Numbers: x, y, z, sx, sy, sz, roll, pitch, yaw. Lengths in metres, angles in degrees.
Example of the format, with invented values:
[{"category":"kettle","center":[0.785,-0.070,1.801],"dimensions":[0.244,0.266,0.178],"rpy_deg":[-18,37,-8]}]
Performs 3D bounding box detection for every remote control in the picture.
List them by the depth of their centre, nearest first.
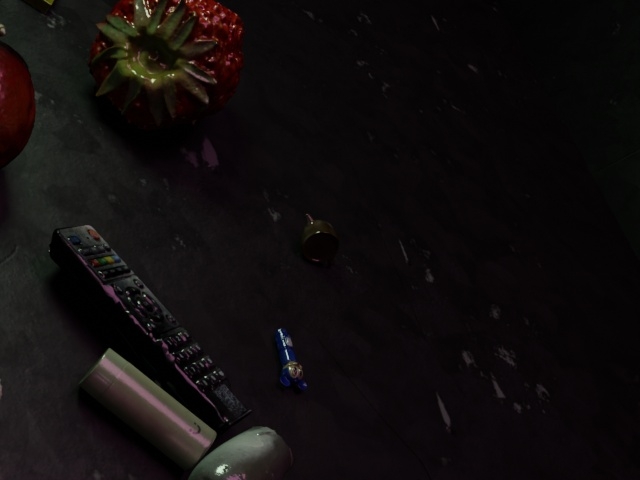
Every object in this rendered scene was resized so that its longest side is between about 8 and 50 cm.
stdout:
[{"category":"remote control","center":[-0.264,0.136,1.692],"dimensions":[0.399,0.062,0.144],"rpy_deg":[47,12,7]}]

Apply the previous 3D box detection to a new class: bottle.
[{"category":"bottle","center":[-0.248,0.244,1.593],"dimensions":[0.201,0.072,0.072],"rpy_deg":[40,31,-8]}]

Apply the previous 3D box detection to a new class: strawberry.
[{"category":"strawberry","center":[-0.285,-0.347,2.116],"dimensions":[0.292,0.292,0.343],"rpy_deg":[44,7,-1]}]

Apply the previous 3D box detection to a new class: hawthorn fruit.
[{"category":"hawthorn fruit","center":[-0.524,-0.182,1.686],"dimensions":[0.189,0.189,0.251],"rpy_deg":[4,66,-47]}]

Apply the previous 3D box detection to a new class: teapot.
[{"category":"teapot","center":[0.000,0.000,2.175],"dimensions":[0.121,0.076,0.068],"rpy_deg":[58,11,-34]}]

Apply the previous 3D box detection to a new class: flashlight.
[{"category":"flashlight","center":[-0.054,0.202,1.903],"dimensions":[0.057,0.035,0.121],"rpy_deg":[18,40,-35]}]

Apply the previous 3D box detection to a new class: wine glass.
[{"category":"wine glass","center":[-0.126,0.348,1.572],"dimensions":[0.111,0.111,0.204],"rpy_deg":[47,34,4]}]

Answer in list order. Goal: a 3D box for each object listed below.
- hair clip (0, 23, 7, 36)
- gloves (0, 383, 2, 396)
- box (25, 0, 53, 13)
[{"category":"hair clip","center":[-0.656,-0.414,1.896],"dimensions":[0.292,0.084,0.106],"rpy_deg":[41,36,4]},{"category":"gloves","center":[-0.460,0.210,1.386],"dimensions":[0.114,0.070,0.153],"rpy_deg":[29,36,-24]},{"category":"box","center":[-0.597,-0.529,2.140],"dimensions":[0.193,0.030,0.121],"rpy_deg":[33,33,-20]}]
